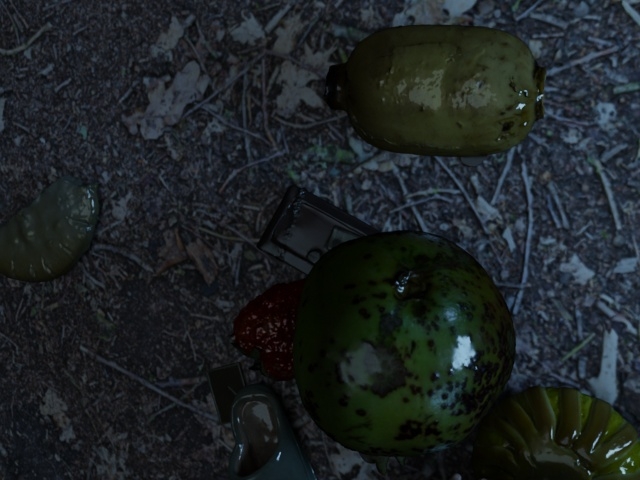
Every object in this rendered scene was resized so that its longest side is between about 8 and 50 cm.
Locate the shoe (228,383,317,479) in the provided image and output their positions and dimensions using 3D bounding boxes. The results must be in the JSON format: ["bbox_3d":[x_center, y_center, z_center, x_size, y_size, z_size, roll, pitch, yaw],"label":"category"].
[{"bbox_3d":[-0.078,0.337,1.171,0.103,0.100,0.251,-21,85,23],"label":"shoe"}]

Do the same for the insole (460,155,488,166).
[{"bbox_3d":[0.218,-0.157,1.034,0.045,0.002,0.135,28,106,20],"label":"insole"}]

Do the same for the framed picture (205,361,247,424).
[{"bbox_3d":[-0.139,0.237,1.240,0.066,0.006,0.089,-18,88,25],"label":"framed picture"}]

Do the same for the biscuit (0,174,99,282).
[{"bbox_3d":[-0.467,-0.001,1.350,0.289,0.038,0.141,-28,84,25],"label":"biscuit"}]

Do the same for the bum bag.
[{"bbox_3d":[0.000,0.000,1.127,0.159,0.026,0.109,30,87,14],"label":"bum bag"}]

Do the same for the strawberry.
[{"bbox_3d":[-0.046,0.121,1.121,0.148,0.131,0.131,-43,77,19],"label":"strawberry"}]

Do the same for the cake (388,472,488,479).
[{"bbox_3d":[0.143,0.425,0.865,0.306,0.314,0.293,6,55,-4],"label":"cake"}]

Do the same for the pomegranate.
[{"bbox_3d":[0.097,0.160,1.007,0.284,0.285,0.341,23,138,21],"label":"pomegranate"}]

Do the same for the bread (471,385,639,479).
[{"bbox_3d":[0.292,0.279,0.992,0.213,0.104,0.214,1,93,26],"label":"bread"}]

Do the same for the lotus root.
[{"bbox_3d":[0.135,-0.185,0.995,0.284,0.146,0.160,6,77,21],"label":"lotus root"}]
